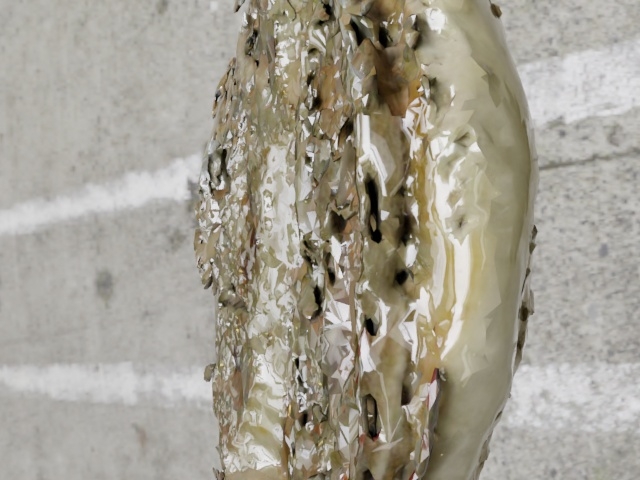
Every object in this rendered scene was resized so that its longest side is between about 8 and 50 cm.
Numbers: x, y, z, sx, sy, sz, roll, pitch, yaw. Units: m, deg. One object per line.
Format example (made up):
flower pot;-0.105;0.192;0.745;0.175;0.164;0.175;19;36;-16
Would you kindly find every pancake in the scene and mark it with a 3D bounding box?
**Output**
pancake;-0.002;0.000;0.513;0.382;0.071;0.382;180;90;-71
